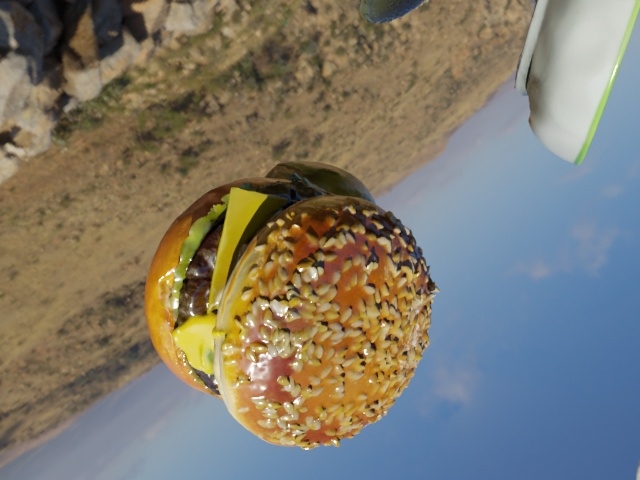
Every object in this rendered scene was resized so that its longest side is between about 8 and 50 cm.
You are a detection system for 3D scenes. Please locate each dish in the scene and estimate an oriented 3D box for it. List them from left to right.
[{"bbox_3d":[0.313,-0.265,0.903,0.324,0.124,0.324,18,90,-76],"label":"dish"}]

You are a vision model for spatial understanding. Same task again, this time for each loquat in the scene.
[{"bbox_3d":[0.000,0.000,1.088,0.213,0.246,0.213,-31,-144,26],"label":"loquat"}]

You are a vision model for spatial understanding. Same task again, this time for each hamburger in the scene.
[{"bbox_3d":[-0.021,0.069,0.766,0.291,0.291,0.225,-41,-143,-26],"label":"hamburger"},{"bbox_3d":[0.161,-0.507,1.372,0.215,0.122,0.189,-27,176,-4],"label":"hamburger"}]

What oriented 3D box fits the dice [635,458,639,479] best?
[{"bbox_3d":[0.558,0.320,0.956,0.191,0.194,0.193,-12,131,-23],"label":"dice"}]
